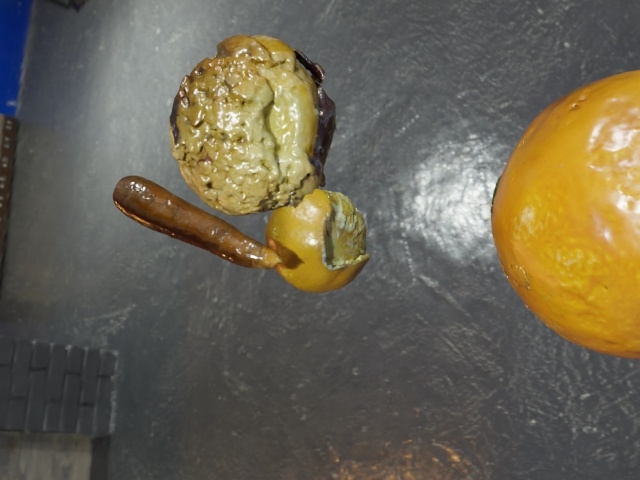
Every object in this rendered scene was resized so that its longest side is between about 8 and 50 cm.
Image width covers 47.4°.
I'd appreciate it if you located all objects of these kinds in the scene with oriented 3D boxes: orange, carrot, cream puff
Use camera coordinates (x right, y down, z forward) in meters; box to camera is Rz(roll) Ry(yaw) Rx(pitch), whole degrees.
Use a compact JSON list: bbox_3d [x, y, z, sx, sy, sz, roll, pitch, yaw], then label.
[{"bbox_3d":[0.273,-0.021,0.628,0.246,0.246,0.246,-18,65,45],"label":"orange"},{"bbox_3d":[-0.159,-0.017,0.936,0.248,0.059,0.059,25,100,10],"label":"carrot"},{"bbox_3d":[0.000,0.000,1.029,0.134,0.157,0.156,27,99,62],"label":"orange"},{"bbox_3d":[-0.052,-0.077,0.504,0.119,0.104,0.133,-29,50,36],"label":"cream puff"}]
